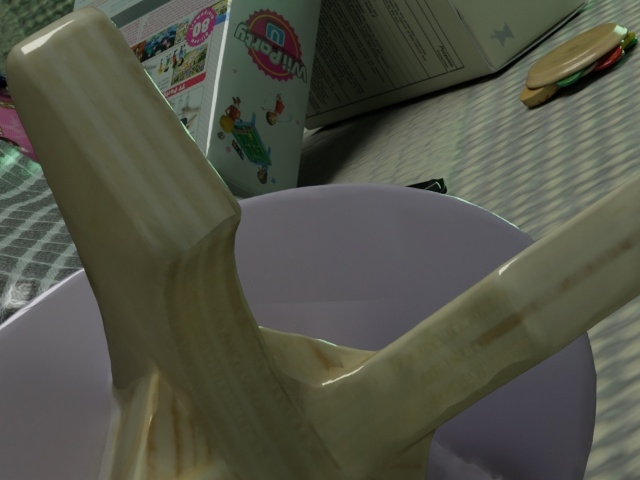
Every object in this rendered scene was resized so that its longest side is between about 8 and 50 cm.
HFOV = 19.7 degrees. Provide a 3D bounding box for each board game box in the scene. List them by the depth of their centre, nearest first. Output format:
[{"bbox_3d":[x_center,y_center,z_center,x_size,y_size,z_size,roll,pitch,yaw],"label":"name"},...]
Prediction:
[{"bbox_3d":[-0.112,-0.139,1.510,0.224,0.097,0.303,-20,52,42],"label":"board game box"}]

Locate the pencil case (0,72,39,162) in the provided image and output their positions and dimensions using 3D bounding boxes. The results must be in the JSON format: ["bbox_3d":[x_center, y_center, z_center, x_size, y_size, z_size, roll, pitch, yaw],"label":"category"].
[{"bbox_3d":[-0.354,0.037,1.458,0.386,0.167,0.160,-41,-10,24],"label":"pencil case"}]

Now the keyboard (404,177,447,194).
[{"bbox_3d":[0.000,0.000,1.225,0.108,0.023,0.180,-31,9,-30],"label":"keyboard"}]

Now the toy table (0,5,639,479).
[{"bbox_3d":[-0.016,0.071,0.517,0.274,0.252,0.161,-45,-1,-20],"label":"toy table"}]

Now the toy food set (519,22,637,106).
[{"bbox_3d":[0.180,-0.125,1.283,0.082,0.020,0.083,-20,16,43],"label":"toy food set"}]

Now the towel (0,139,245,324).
[{"bbox_3d":[-0.174,0.022,1.098,0.235,0.121,0.284,8,18,6],"label":"towel"}]

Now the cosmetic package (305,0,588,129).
[{"bbox_3d":[0.068,-0.207,1.585,0.129,0.153,0.296,-36,14,-28],"label":"cosmetic package"}]
